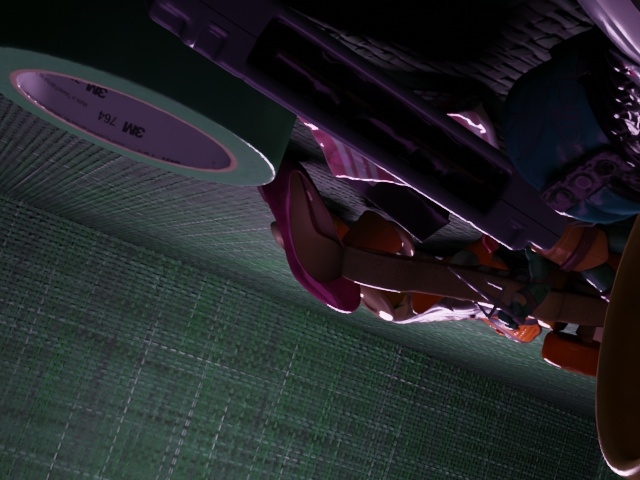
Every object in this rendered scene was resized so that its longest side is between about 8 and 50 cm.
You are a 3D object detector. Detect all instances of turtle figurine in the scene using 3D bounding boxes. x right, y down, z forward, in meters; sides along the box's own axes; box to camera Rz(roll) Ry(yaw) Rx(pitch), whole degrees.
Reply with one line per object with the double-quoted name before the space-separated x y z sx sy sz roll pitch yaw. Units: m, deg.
"turtle figurine" 0.252 0.007 0.840 0.234 0.118 0.175 19 129 -10

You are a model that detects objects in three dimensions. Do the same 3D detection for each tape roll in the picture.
"tape roll" -0.186 -0.151 0.873 0.321 0.077 0.321 17 170 3

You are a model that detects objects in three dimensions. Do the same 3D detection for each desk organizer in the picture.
"desk organizer" 0.082 -0.062 0.930 0.130 0.050 0.047 38 131 -17

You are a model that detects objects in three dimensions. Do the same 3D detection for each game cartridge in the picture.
"game cartridge" 0.017 -0.103 0.593 0.297 0.062 0.198 29 -165 -23

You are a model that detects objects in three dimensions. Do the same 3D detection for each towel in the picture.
"towel" 0.073 -0.087 0.791 0.197 0.029 0.144 12 156 32

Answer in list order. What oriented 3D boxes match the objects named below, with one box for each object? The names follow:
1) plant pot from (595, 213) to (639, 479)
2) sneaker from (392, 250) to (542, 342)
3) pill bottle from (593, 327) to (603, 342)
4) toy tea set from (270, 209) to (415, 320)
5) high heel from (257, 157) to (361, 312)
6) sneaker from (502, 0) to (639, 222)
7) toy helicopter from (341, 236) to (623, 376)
"plant pot" 0.355 0.076 0.617 0.238 0.254 0.254 15 170 5
"sneaker" 0.231 0.100 1.333 0.180 0.125 0.321 25 168 -26
"pill bottle" 0.403 0.117 1.132 0.103 0.103 0.184 14 180 22
"toy tea set" 0.064 0.014 1.319 0.200 0.124 0.336 54 161 -18
"high heel" 0.000 0.000 1.111 0.244 0.082 0.117 64 163 -16
"sneaker" 0.160 -0.092 0.458 0.295 0.124 0.178 25 159 -37
"toy helicopter" 0.175 0.044 0.993 0.354 0.140 0.235 10 -173 -28
